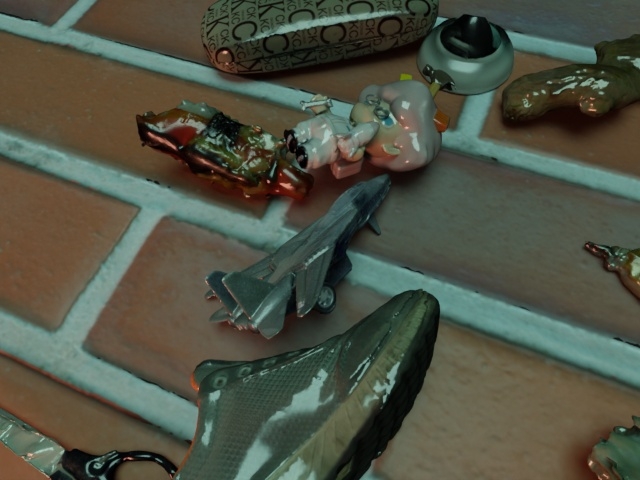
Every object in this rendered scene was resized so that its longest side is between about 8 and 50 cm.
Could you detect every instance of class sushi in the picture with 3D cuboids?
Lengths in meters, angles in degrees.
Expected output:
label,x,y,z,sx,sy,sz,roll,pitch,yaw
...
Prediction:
label,x,y,z,sx,sy,sz,roll,pitch,yaw
sushi,-0.112,-0.112,0.561,0.226,0.097,0.103,25,72,0

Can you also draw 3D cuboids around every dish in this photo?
label,x,y,z,sx,sy,sz,roll,pitch,yaw
dish,0.213,-0.287,0.634,0.141,0.078,0.141,-2,62,3

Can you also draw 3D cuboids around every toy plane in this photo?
label,x,y,z,sx,sy,sz,roll,pitch,yaw
toy plane,0.005,0.010,0.495,0.267,0.212,0.088,-35,108,-32

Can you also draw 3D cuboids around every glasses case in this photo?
label,x,y,z,sx,sy,sz,roll,pitch,yaw
glasses case,-0.003,-0.332,0.669,0.354,0.085,0.137,-10,59,1

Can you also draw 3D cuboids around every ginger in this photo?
label,x,y,z,sx,sy,sz,roll,pitch,yaw
ginger,0.381,-0.218,0.581,0.290,0.084,0.122,-18,69,-4

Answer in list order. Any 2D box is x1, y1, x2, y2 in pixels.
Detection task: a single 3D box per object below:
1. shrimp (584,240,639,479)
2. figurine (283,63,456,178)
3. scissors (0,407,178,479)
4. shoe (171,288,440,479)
label,x,y,z,sx,sy,sz,roll,pitch,yaw
shrimp,0.349,0.131,0.415,0.185,0.068,0.287,14,63,9
figurine,0.069,-0.132,0.539,0.228,0.112,0.137,-19,51,-20
scissors,-0.267,0.216,0.443,0.300,0.022,0.109,25,64,14
shoe,-0.036,0.154,0.410,0.171,0.132,0.336,34,70,30
